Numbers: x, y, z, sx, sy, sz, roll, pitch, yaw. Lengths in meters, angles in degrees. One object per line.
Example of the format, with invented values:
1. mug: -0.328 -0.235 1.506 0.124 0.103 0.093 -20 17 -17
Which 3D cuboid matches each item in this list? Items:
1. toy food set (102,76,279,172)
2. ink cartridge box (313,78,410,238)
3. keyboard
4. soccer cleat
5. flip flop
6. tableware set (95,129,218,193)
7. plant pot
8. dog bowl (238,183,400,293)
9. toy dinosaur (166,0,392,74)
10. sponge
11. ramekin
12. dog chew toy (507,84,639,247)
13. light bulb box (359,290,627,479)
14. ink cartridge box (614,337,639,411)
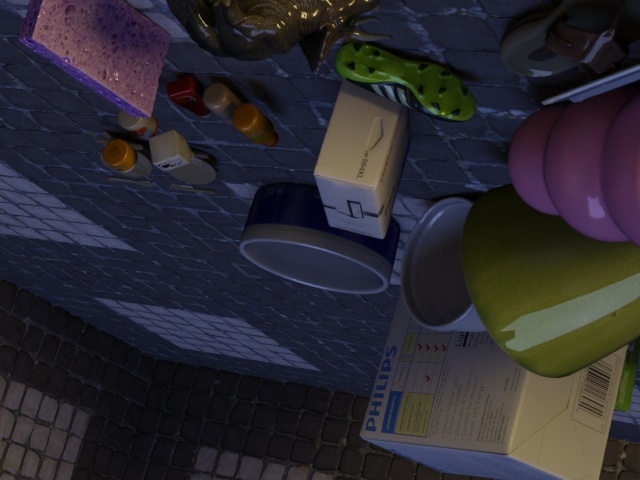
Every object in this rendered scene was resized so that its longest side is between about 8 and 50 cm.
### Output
1. toy food set: -0.182 -0.154 1.758 0.232 0.111 0.104 -18 160 14
2. ink cartridge box: 0.059 -0.107 1.649 0.086 0.148 0.203 14 163 11
3. keyboard: 0.339 -0.178 1.231 0.256 0.014 0.072 -19 174 40
4. soccer cleat: 0.101 -0.189 1.511 0.179 0.060 0.072 23 173 -4
5. flip flop: 0.264 -0.201 1.260 0.112 0.080 0.277 21 164 -19
6. tableware set: -0.263 -0.133 2.065 0.194 0.039 0.128 8 152 5
7. plant pot: 0.380 0.008 1.615 0.274 0.275 0.293 25 146 -31
8. dog bowl: 0.000 0.000 2.154 0.265 0.104 0.265 14 164 4
9. toy dinosaur: -0.096 -0.246 1.375 0.313 0.121 0.160 2 147 26
10. sponge: -0.269 -0.246 1.532 0.031 0.117 0.210 0 159 37
11. ramekin: 0.228 0.044 1.929 0.109 0.207 0.207 14 167 -33
12. dog chew toy: 0.345 -0.085 1.397 0.206 0.207 0.332 28 168 -39
13. light bulb box: 0.302 0.217 2.156 0.225 0.358 0.361 28 161 -33
14. ink cartridge box: 0.445 0.201 2.285 0.097 0.189 0.255 24 163 -35
